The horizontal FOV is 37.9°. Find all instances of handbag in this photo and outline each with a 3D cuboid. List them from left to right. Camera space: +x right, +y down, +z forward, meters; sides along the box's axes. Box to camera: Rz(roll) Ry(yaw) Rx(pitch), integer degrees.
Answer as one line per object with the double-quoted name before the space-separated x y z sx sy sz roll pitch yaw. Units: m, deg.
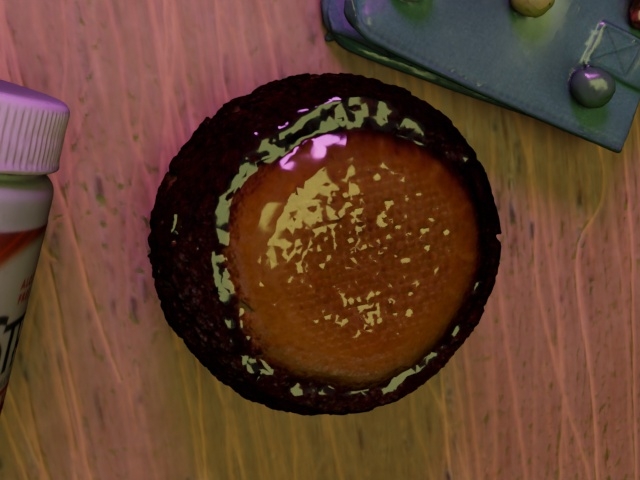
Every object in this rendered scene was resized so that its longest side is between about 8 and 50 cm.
"handbag" 0.162 -0.231 0.678 0.274 0.100 0.268 20 94 -17

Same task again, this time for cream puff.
"cream puff" 0.000 0.000 0.644 0.239 0.165 0.239 -3 102 -15

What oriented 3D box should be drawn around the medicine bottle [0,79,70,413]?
"medicine bottle" -0.290 0.006 0.520 0.252 0.252 0.241 13 98 -17
